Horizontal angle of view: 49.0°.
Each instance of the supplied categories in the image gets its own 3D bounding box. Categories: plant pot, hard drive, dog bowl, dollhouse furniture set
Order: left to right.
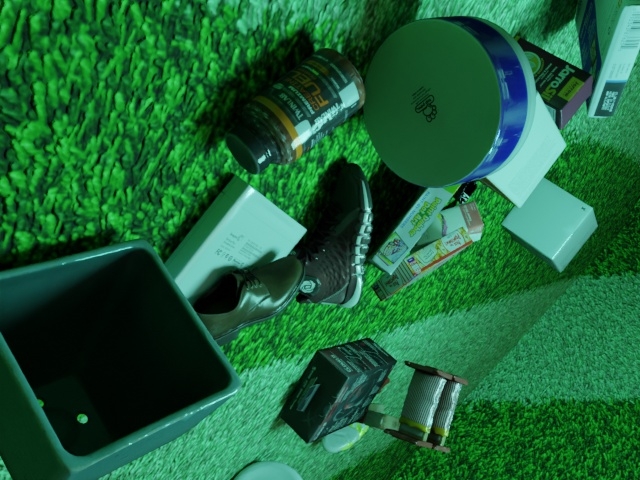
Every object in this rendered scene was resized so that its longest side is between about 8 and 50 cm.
[{"bbox_3d":[-0.305,0.187,0.888,0.248,0.247,0.252,-17,155,-49],"label":"plant pot"},{"bbox_3d":[-0.184,0.079,1.139,0.353,0.047,0.233,-52,154,0],"label":"hard drive"},{"bbox_3d":[0.198,0.430,1.926,0.152,0.374,0.201,26,76,-38],"label":"dollhouse furniture set"},{"bbox_3d":[0.198,-0.219,1.120,0.104,0.265,0.265,-18,139,-44],"label":"dog bowl"}]

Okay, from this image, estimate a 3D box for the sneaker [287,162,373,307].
[{"bbox_3d":[0.000,0.000,1.277,0.162,0.106,0.281,-3,110,-17],"label":"sneaker"}]

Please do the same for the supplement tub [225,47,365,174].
[{"bbox_3d":[-0.037,-0.176,0.983,0.198,0.106,0.106,-42,152,-19],"label":"supplement tub"}]

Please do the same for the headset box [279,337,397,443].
[{"bbox_3d":[0.043,0.381,1.801,0.293,0.110,0.218,-2,125,-57],"label":"headset box"}]

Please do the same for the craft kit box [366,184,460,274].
[{"bbox_3d":[0.190,-0.042,1.455,0.246,0.061,0.250,-50,178,0],"label":"craft kit box"}]

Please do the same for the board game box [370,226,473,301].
[{"bbox_3d":[0.220,0.050,1.526,0.193,0.045,0.147,-26,168,-34],"label":"board game box"}]

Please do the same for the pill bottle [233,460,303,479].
[{"bbox_3d":[-0.139,0.755,1.877,0.210,0.210,0.363,-36,150,-29],"label":"pill bottle"}]

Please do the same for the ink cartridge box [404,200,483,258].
[{"bbox_3d":[0.270,-0.018,1.634,0.198,0.067,0.115,-17,161,2],"label":"ink cartridge box"}]

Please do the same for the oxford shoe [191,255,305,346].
[{"bbox_3d":[-0.110,0.081,1.116,0.227,0.083,0.096,-35,145,-32],"label":"oxford shoe"}]

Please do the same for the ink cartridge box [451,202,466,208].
[{"bbox_3d":[0.297,-0.012,1.809,0.145,0.045,0.179,-32,166,-35],"label":"ink cartridge box"}]

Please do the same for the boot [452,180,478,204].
[{"bbox_3d":[0.296,-0.107,1.592,0.045,0.099,0.121,31,94,-35],"label":"boot"}]

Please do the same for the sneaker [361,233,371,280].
[{"bbox_3d":[0.043,0.043,1.429,0.081,0.080,0.211,-23,133,-33],"label":"sneaker"}]

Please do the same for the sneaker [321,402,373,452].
[{"bbox_3d":[0.086,0.599,2.166,0.240,0.091,0.126,-28,146,-40],"label":"sneaker"}]

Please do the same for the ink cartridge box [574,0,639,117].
[{"bbox_3d":[0.599,-0.470,1.457,0.303,0.072,0.307,77,18,-58],"label":"ink cartridge box"}]

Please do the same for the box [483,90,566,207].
[{"bbox_3d":[0.319,-0.215,1.368,0.168,0.215,0.345,-55,153,9],"label":"box"}]

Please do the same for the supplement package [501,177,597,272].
[{"bbox_3d":[0.738,-0.049,2.253,0.199,0.198,0.263,-53,154,6],"label":"supplement package"}]

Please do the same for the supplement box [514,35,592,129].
[{"bbox_3d":[0.456,-0.331,1.469,0.104,0.188,0.081,-49,153,-4],"label":"supplement box"}]
